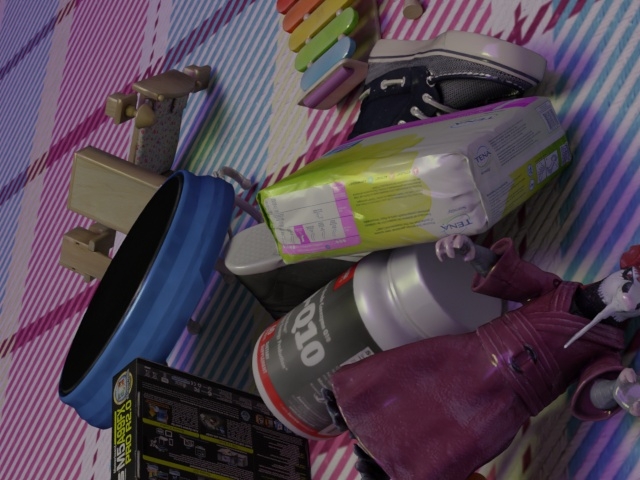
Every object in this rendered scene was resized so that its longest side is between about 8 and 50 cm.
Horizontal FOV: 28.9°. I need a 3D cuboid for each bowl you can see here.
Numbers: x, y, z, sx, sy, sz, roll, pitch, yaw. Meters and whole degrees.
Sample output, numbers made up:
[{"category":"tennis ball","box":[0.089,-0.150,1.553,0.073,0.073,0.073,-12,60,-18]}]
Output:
[{"category":"bowl","box":[-0.251,0.074,1.748,0.391,0.077,0.391,-53,18,25]}]

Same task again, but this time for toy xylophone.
[{"category":"toy xylophone","box":[0.038,-0.350,1.853,0.236,0.081,0.323,-44,39,32]}]

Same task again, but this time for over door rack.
[{"category":"over door rack","box":[-0.176,0.057,1.878,0.239,0.108,0.324,-55,16,22]}]

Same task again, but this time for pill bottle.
[{"category":"pill bottle","box":[0.064,0.109,1.461,0.283,0.161,0.161,-38,43,36]}]

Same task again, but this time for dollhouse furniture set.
[{"category":"dollhouse furniture set","box":[-0.256,-0.106,2.124,0.173,0.355,0.303,23,117,17]}]

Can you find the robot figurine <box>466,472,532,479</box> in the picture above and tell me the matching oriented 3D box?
[{"category":"robot figurine","box":[0.143,0.327,1.250,0.219,0.158,0.128,-42,84,35]}]

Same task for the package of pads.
[{"category":"package of pads","box":[0.101,-0.069,1.401,0.296,0.229,0.101,-10,105,38]}]

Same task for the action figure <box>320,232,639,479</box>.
[{"category":"action figure","box":[0.198,0.139,1.240,0.370,0.276,0.248,-30,61,0]}]

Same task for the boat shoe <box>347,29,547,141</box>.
[{"category":"boat shoe","box":[0.150,-0.165,1.551,0.340,0.127,0.158,14,86,67]}]

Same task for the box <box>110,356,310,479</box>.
[{"category":"box","box":[-0.133,0.283,1.550,0.060,0.270,0.216,-39,43,36]}]

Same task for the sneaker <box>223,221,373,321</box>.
[{"category":"sneaker","box":[0.035,0.031,1.624,0.295,0.147,0.105,-11,46,18]}]
